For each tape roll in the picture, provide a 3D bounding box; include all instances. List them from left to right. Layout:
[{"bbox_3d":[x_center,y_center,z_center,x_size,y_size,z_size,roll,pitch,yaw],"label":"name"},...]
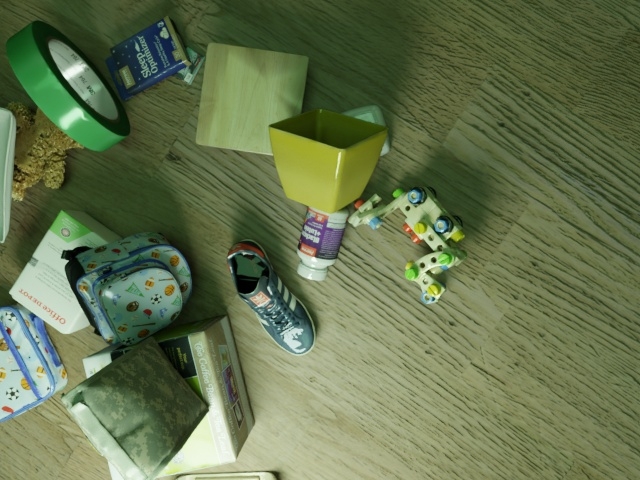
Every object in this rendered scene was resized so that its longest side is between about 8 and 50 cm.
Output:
[{"bbox_3d":[-0.608,-0.374,1.250,0.077,0.321,0.321,-31,90,5],"label":"tape roll"}]

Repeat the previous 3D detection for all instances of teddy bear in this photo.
[{"bbox_3d":[-0.779,-0.254,1.391,0.245,0.113,0.338,40,103,9],"label":"teddy bear"}]

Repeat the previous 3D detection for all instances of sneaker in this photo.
[{"bbox_3d":[-0.138,0.159,1.320,0.131,0.148,0.350,-35,90,6],"label":"sneaker"}]

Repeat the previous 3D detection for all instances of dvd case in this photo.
[{"bbox_3d":[-0.385,-0.490,1.379,0.120,0.013,0.087,30,95,4],"label":"dvd case"}]

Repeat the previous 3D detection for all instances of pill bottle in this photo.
[{"bbox_3d":[0.000,0.000,1.314,0.108,0.108,0.193,16,105,4],"label":"pill bottle"}]

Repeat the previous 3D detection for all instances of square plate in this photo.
[{"bbox_3d":[-0.929,-0.206,1.362,0.344,0.049,0.346,19,106,23],"label":"square plate"}]

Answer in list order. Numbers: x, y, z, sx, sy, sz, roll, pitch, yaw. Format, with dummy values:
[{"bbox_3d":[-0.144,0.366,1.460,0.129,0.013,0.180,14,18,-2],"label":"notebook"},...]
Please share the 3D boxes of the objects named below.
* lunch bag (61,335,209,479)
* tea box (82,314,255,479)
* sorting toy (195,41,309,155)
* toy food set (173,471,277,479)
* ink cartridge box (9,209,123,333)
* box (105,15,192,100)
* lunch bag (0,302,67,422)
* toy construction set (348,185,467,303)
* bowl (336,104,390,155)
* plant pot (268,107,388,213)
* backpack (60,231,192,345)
[{"bbox_3d":[-0.393,0.365,1.063,0.169,0.287,0.235,-38,90,5],"label":"lunch bag"},{"bbox_3d":[-0.378,0.400,1.317,0.324,0.220,0.328,-12,92,6],"label":"tea box"},{"bbox_3d":[-0.173,-0.356,1.320,0.256,0.089,0.256,8,94,0],"label":"sorting toy"},{"bbox_3d":[-0.258,0.762,1.387,0.307,0.092,0.219,-4,93,5],"label":"toy food set"},{"bbox_3d":[-0.667,0.083,1.380,0.198,0.115,0.272,35,95,3],"label":"ink cartridge box"},{"bbox_3d":[-0.473,-0.486,1.365,0.226,0.036,0.136,-25,86,11],"label":"box"},{"bbox_3d":[-0.863,0.327,1.412,0.243,0.115,0.303,-27,91,4],"label":"lunch bag"},{"bbox_3d":[0.236,-0.012,1.291,0.327,0.151,0.215,45,120,9],"label":"toy construction set"},{"bbox_3d":[0.106,-0.280,1.327,0.142,0.053,0.142,-14,93,6],"label":"bowl"},{"bbox_3d":[0.015,-0.189,1.240,0.212,0.212,0.187,23,125,27],"label":"plant pot"},{"bbox_3d":[-0.461,0.110,1.278,0.213,0.263,0.276,29,139,35],"label":"backpack"}]
